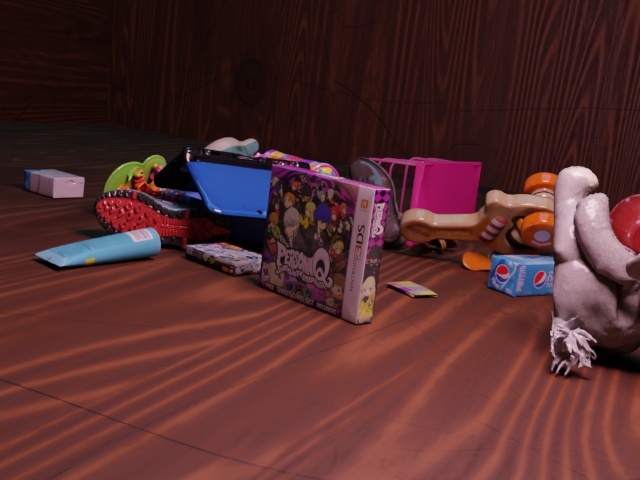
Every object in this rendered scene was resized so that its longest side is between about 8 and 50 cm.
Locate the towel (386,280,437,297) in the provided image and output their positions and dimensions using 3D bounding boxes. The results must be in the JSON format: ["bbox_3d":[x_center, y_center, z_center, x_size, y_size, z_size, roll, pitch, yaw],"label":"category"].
[{"bbox_3d":[0.165,0.088,1.522,0.060,0.009,0.083,1,13,-35],"label":"towel"}]

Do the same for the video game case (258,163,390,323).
[{"bbox_3d":[0.000,0.000,1.331,0.042,0.210,0.232,-3,16,-45],"label":"video game case"}]

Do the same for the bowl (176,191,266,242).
[{"bbox_3d":[-0.139,-0.063,1.939,0.392,0.077,0.391,7,11,-1],"label":"bowl"}]

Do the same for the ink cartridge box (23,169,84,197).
[{"bbox_3d":[-0.644,-0.138,2.041,0.123,0.052,0.089,14,12,36],"label":"ink cartridge box"}]

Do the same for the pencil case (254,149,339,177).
[{"bbox_3d":[-0.061,-0.153,2.001,0.105,0.104,0.236,-2,13,-41],"label":"pencil case"}]

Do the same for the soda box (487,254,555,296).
[{"bbox_3d":[0.432,0.067,1.669,0.210,0.067,0.071,1,13,-35],"label":"soda box"}]

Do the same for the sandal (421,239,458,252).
[{"bbox_3d":[0.258,0.003,1.920,0.072,0.049,0.180,-3,-12,27],"label":"sandal"}]

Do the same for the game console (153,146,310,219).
[{"bbox_3d":[-0.156,-0.081,1.706,0.293,0.173,0.250,5,-21,-34],"label":"game console"}]

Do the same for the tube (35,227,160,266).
[{"bbox_3d":[-0.371,0.016,1.436,0.080,0.052,0.207,11,15,43],"label":"tube"}]

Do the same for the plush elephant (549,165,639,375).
[{"bbox_3d":[0.471,0.065,1.212,0.256,0.271,0.330,-2,35,22],"label":"plush elephant"}]

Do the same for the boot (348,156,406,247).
[{"bbox_3d":[0.082,-0.089,1.866,0.229,0.091,0.262,6,51,-51],"label":"boot"}]

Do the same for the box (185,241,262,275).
[{"bbox_3d":[-0.167,0.032,1.535,0.137,0.027,0.094,17,15,40],"label":"box"}]

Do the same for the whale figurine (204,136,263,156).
[{"bbox_3d":[-0.230,-0.183,2.312,0.141,0.216,0.272,55,25,19],"label":"whale figurine"}]

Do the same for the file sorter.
[{"bbox_3d":[0.244,-0.109,2.114,0.182,0.202,0.291,14,12,36],"label":"file sorter"}]

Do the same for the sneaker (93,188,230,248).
[{"bbox_3d":[-0.311,-0.032,1.651,0.262,0.104,0.125,14,0,-9],"label":"sneaker"}]

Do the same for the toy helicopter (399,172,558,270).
[{"bbox_3d":[0.346,-0.017,1.780,0.355,0.235,0.140,2,51,15],"label":"toy helicopter"}]

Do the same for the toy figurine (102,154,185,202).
[{"bbox_3d":[-0.353,-0.095,1.821,0.159,0.130,0.173,30,59,34],"label":"toy figurine"}]

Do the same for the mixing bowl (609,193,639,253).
[{"bbox_3d":[0.825,-0.019,2.138,0.182,0.181,0.098,8,19,3],"label":"mixing bowl"}]
